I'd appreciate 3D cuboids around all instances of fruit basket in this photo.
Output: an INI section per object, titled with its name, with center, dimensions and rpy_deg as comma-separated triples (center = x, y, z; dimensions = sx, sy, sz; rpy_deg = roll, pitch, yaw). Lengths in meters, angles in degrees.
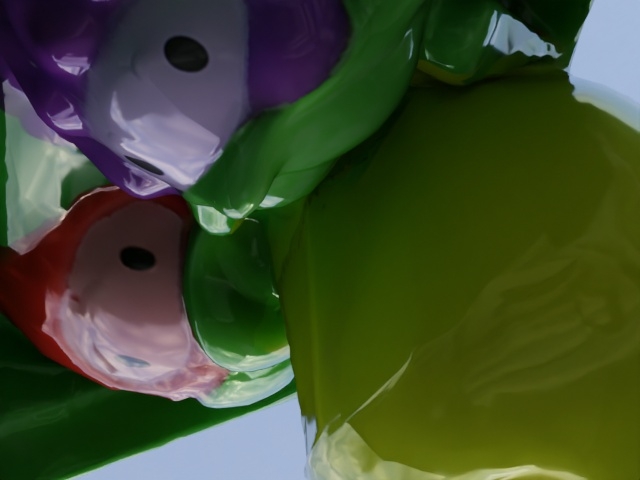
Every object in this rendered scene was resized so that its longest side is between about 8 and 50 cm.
[fruit basket]
center = 0.000, 0.000, 0.658
dimensions = 0.283, 0.392, 0.392
rpy_deg = -19, -97, -20
